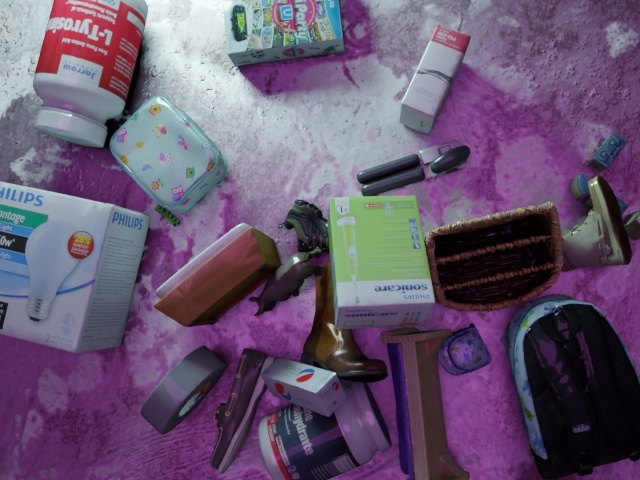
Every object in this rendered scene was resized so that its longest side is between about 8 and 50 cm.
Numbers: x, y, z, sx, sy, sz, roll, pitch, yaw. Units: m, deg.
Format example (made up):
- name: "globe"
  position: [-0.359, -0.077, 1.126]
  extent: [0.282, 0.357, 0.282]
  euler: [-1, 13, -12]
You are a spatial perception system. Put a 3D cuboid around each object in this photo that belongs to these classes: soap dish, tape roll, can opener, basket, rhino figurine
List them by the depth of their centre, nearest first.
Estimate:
- name: "basket"
  position: [0.398, 0.056, 1.400]
  extent: [0.299, 0.223, 0.213]
  euler: [-12, 83, 5]
- name: "tape roll"
  position: [-0.328, 0.359, 1.457]
  extent: [0.072, 0.219, 0.219]
  euler: [40, 90, 9]
- name: "soap dish"
  position: [-0.235, 0.093, 1.468]
  extent: [0.291, 0.229, 0.118]
  euler: [-39, 80, 2]
- name: "rhino figurine"
  position: [-0.094, 0.112, 1.492]
  extent: [0.243, 0.106, 0.073]
  euler: [-44, 70, 26]
- name: "can opener"
  position: [0.231, -0.185, 1.509]
  extent: [0.284, 0.095, 0.076]
  euler: [-17, 81, 5]

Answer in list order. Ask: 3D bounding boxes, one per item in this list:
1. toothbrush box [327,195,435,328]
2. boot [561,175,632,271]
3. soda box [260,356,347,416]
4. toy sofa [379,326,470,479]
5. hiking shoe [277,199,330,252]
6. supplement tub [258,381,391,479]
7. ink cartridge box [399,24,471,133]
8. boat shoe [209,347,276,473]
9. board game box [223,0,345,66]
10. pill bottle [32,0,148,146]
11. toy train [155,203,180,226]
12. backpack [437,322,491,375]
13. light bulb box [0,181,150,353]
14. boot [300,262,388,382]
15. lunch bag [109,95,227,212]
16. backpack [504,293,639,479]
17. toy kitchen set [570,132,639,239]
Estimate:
- name: "toothbrush box"
  position: [0.128, 0.046, 1.369]
  extent: [0.206, 0.122, 0.283]
  euler: [-3, 57, -4]
- name: "boot"
  position: [0.613, -0.033, 1.411]
  extent: [0.165, 0.077, 0.213]
  euler: [-14, 99, 45]
- name: "soda box"
  position: [-0.042, 0.334, 1.394]
  extent: [0.069, 0.216, 0.074]
  euler: [-39, 114, -32]
- name: "toy sofa"
  position: [0.214, 0.385, 1.390]
  extent: [0.177, 0.150, 0.362]
  euler: [-10, 82, 36]
- name: "hiking shoe"
  position: [0.000, 0.000, 1.536]
  extent: [0.227, 0.086, 0.114]
  euler: [42, 106, 13]
- name: "supplement tub"
  position: [0.009, 0.457, 1.419]
  extent: [0.272, 0.191, 0.191]
  euler: [-25, 82, 4]
- name: "ink cartridge box"
  position: [0.278, -0.392, 1.493]
  extent: [0.092, 0.158, 0.217]
  euler: [23, 87, 7]
- name: "boat shoe"
  position: [-0.207, 0.418, 1.496]
  extent: [0.091, 0.109, 0.305]
  euler: [22, 81, 9]
- name: "board game box"
  position: [-0.097, -0.598, 1.594]
  extent: [0.304, 0.097, 0.224]
  euler: [-6, 84, 5]
- name: "pill bottle"
  position: [-0.606, -0.462, 1.575]
  extent: [0.229, 0.229, 0.407]
  euler: [11, 86, 8]
- name: "toy train"
  position: [-0.408, -0.066, 1.615]
  extent: [0.083, 0.017, 0.023]
  euler: [40, 100, 9]
- name: "backpack"
  position: [0.341, 0.269, 1.453]
  extent: [0.114, 0.084, 0.105]
  euler: [-26, 79, 7]
- name: "light bulb box"
  position: [-0.672, 0.062, 1.529]
  extent: [0.358, 0.225, 0.361]
  euler: [11, 86, 8]
- name: "boot"
  position: [0.070, 0.186, 1.428]
  extent: [0.096, 0.264, 0.280]
  euler: [20, 73, -33]
- name: "lunch bag"
  position: [-0.403, -0.221, 1.585]
  extent: [0.224, 0.108, 0.279]
  euler: [-45, 79, 6]
- name: "backpack"
  position: [0.557, 0.299, 1.358]
  extent: [0.290, 0.273, 0.355]
  euler: [-22, 103, 7]
- name: "toy kitchen set"
  position: [0.729, -0.132, 1.428]
  extent: [0.207, 0.122, 0.166]
  euler: [38, 90, 9]
